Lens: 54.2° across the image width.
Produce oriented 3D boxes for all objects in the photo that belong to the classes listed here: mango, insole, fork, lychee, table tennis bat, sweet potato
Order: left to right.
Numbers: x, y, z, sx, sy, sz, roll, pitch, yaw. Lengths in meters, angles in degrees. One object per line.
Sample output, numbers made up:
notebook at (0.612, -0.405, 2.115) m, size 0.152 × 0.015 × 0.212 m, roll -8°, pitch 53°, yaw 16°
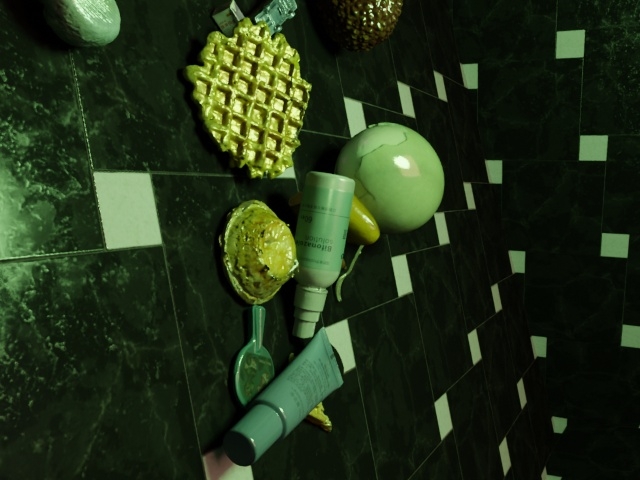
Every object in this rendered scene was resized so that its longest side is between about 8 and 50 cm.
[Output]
table tennis bat at (-0.127, 0.224, 1.197) m, size 0.124 × 0.033 × 0.201 m, roll 24°, pitch 64°, yaw -58°
sweet potato at (0.000, 0.000, 1.475) m, size 0.281 × 0.059 × 0.067 m, roll 60°, pitch -6°, yaw -37°
insole at (0.022, 0.267, 1.475) m, size 0.153 × 0.002 × 0.053 m, roll 56°, pitch 36°, yaw -35°
mango at (0.056, -0.058, 1.486) m, size 0.098 × 0.195 × 0.137 m, roll -42°, pitch 157°, yaw -25°
fork at (0.080, 0.046, 1.541) m, size 0.219 × 0.028 × 0.034 m, roll -68°, pitch 159°, yaw 7°
lychee at (0.093, -0.664, 1.717) m, size 0.271 × 0.271 × 0.271 m, roll 30°, pitch 54°, yaw -54°

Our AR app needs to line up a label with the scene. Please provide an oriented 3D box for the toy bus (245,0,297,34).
toy bus at (-0.117, -0.514, 1.433) m, size 0.064 × 0.075 × 0.190 m, roll 59°, pitch 35°, yaw -29°

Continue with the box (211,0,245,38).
box at (-0.176, -0.445, 1.328) m, size 0.117 × 0.050 × 0.036 m, roll 52°, pitch 31°, yaw -38°

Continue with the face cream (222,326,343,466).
face cream at (-0.054, 0.299, 1.205) m, size 0.385 × 0.086 × 0.136 m, roll -31°, pitch 104°, yaw -60°

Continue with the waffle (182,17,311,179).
waffle at (-0.128, -0.292, 1.277) m, size 0.312 × 0.060 × 0.307 m, roll -49°, pitch 117°, yaw -32°

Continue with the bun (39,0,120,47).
bun at (-0.366, -0.352, 0.926) m, size 0.141 × 0.083 × 0.141 m, roll 52°, pitch 29°, yaw -44°

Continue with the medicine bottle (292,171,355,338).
medicine bottle at (-0.007, 0.034, 1.340) m, size 0.110 × 0.110 × 0.352 m, roll 6°, pitch 94°, yaw -60°

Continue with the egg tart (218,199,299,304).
egg tart at (-0.114, 0.020, 1.240) m, size 0.212 × 0.090 × 0.213 m, roll 23°, pitch 61°, yaw -52°

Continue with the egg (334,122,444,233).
egg at (0.170, -0.164, 1.611) m, size 0.336 × 0.278 × 0.278 m, roll 40°, pitch 46°, yaw -58°

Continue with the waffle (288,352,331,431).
waffle at (-0.016, 0.333, 1.360) m, size 0.191 × 0.032 × 0.125 m, roll 43°, pitch 42°, yaw -49°
